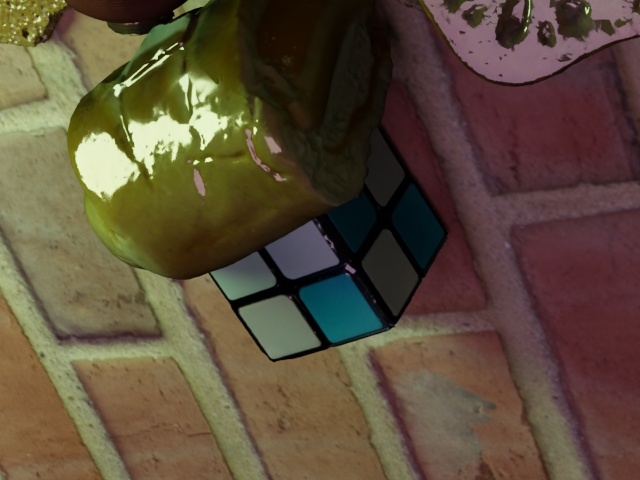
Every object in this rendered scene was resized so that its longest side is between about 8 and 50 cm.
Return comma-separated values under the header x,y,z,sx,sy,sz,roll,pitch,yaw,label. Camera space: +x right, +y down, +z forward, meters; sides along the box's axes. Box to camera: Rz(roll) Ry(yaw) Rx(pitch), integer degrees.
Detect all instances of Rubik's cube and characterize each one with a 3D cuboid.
x,y,z,sx,sy,sz,roll,pitch,yaw,label
0.001,0.001,1.785,0.180,0.183,0.167,-20,115,35,Rubik's cube

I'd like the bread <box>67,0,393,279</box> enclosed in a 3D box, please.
x,y,z,sx,sy,sz,roll,pitch,yaw,label
-0.111,-0.120,1.665,0.341,0.300,0.210,-26,119,40,bread

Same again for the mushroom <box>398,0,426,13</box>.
x,y,z,sx,sy,sz,roll,pitch,yaw,label
0.143,-0.283,1.558,0.116,0.093,0.225,35,131,-25,mushroom

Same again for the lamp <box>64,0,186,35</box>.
x,y,z,sx,sy,sz,roll,pitch,yaw,label
-0.195,-0.329,1.653,0.180,0.180,0.258,10,126,21,lamp

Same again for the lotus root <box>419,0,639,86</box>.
x,y,z,sx,sy,sz,roll,pitch,yaw,label
0.199,-0.314,1.409,0.390,0.111,0.375,16,107,10,lotus root

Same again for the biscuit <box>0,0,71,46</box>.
x,y,z,sx,sy,sz,roll,pitch,yaw,label
-0.346,-0.276,1.858,0.236,0.026,0.131,9,129,20,biscuit
